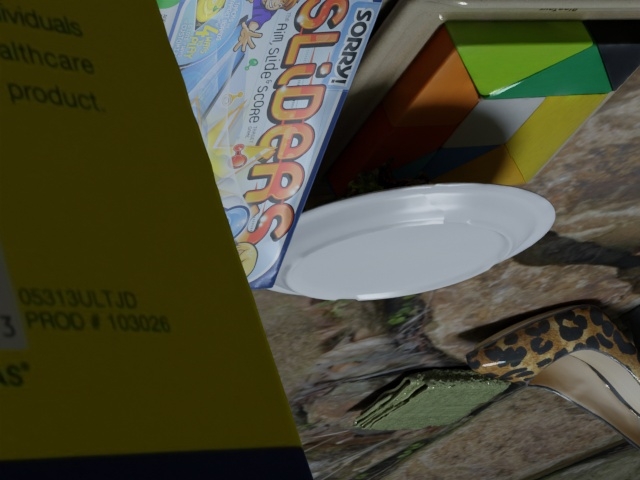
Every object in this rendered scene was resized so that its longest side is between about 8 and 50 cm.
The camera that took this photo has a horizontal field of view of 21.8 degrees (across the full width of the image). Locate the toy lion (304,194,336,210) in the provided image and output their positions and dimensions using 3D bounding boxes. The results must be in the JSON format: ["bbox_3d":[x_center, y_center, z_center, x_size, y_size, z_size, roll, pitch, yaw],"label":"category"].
[{"bbox_3d":[0.000,0.000,1.167,0.100,0.034,0.096,-34,162,33],"label":"toy lion"}]

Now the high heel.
[{"bbox_3d":[0.265,0.157,1.568,0.261,0.186,0.093,-5,155,-34],"label":"high heel"}]

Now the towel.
[{"bbox_3d":[0.113,0.158,1.666,0.148,0.027,0.110,3,150,-43],"label":"towel"}]

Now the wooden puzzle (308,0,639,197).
[{"bbox_3d":[0.101,-0.083,1.020,0.221,0.044,0.238,-6,156,-33],"label":"wooden puzzle"}]

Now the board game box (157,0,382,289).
[{"bbox_3d":[-0.057,-0.058,0.844,0.136,0.035,0.201,-5,130,-35],"label":"board game box"}]

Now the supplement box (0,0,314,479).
[{"bbox_3d":[-0.176,-0.048,0.417,0.194,0.356,0.195,-34,155,35],"label":"supplement box"}]

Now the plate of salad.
[{"bbox_3d":[0.046,-0.007,1.032,0.200,0.048,0.200,-7,161,-2],"label":"plate of salad"}]
